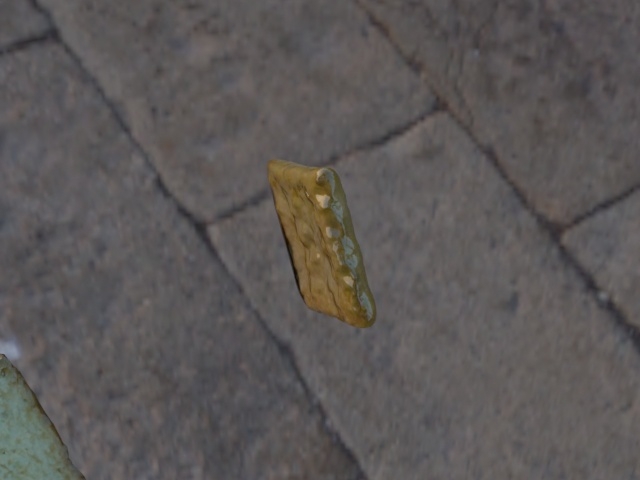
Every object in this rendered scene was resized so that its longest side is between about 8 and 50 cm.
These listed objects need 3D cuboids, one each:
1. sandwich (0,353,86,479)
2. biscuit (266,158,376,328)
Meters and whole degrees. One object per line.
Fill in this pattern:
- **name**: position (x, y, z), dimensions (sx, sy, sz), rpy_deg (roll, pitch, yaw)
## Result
- **sandwich**: position (-0.245, 0.192, 1.087), dimensions (0.215, 0.065, 0.186), rpy_deg (-38, 109, -23)
- **biscuit**: position (0.000, 0.000, 0.873), dimensions (0.018, 0.081, 0.083), rpy_deg (-20, 101, -17)
